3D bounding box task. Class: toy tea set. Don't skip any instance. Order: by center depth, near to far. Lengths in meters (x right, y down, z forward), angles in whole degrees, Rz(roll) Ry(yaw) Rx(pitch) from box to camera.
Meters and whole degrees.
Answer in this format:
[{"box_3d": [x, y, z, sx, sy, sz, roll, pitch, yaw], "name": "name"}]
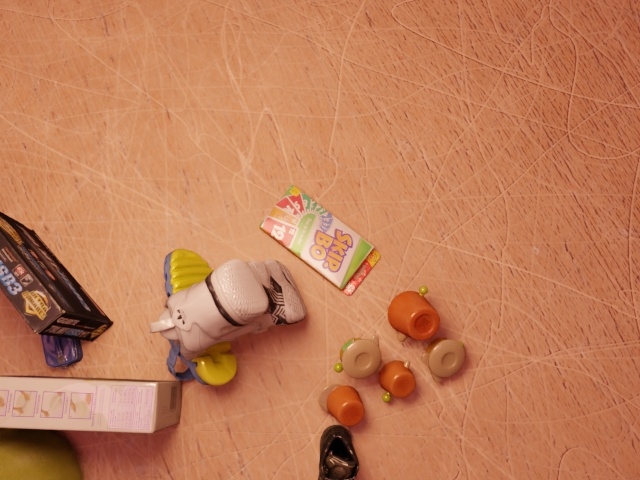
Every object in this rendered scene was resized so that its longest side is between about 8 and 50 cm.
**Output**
[{"box_3d": [0.134, 0.246, 1.387, 0.336, 0.124, 0.200, -27, 109, -10], "name": "toy tea set"}]

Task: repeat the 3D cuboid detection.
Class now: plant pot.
[{"box_3d": [-0.636, 0.492, 1.194, 0.274, 0.293, 0.275, -1, 81, 7], "name": "plant pot"}]

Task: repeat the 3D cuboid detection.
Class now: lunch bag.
[{"box_3d": [-0.554, 0.227, 1.386, 0.067, 0.065, 0.098, -18, 78, -4], "name": "lunch bag"}]

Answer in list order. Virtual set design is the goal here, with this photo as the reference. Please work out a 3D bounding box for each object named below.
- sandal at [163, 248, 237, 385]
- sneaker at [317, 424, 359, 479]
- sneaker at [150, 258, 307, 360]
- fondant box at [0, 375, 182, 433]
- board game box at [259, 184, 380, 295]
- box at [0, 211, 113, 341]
[{"box_3d": [-0.285, 0.169, 1.381, 0.138, 0.126, 0.317, -31, 62, 33], "name": "sandal"}, {"box_3d": [0.031, 0.494, 1.305, 0.087, 0.130, 0.228, 3, 81, 1], "name": "sneaker"}, {"box_3d": [-0.175, 0.135, 1.290, 0.210, 0.366, 0.137, -27, 75, 15], "name": "sneaker"}, {"box_3d": [-0.460, 0.318, 1.280, 0.330, 0.238, 0.096, 1, 78, -1], "name": "fondant box"}, {"box_3d": [0.000, 0.000, 1.460, 0.259, 0.039, 0.124, 38, 81, 4], "name": "board game box"}, {"box_3d": [-0.572, 0.069, 1.305, 0.073, 0.293, 0.295, -41, 81, -7], "name": "box"}]
